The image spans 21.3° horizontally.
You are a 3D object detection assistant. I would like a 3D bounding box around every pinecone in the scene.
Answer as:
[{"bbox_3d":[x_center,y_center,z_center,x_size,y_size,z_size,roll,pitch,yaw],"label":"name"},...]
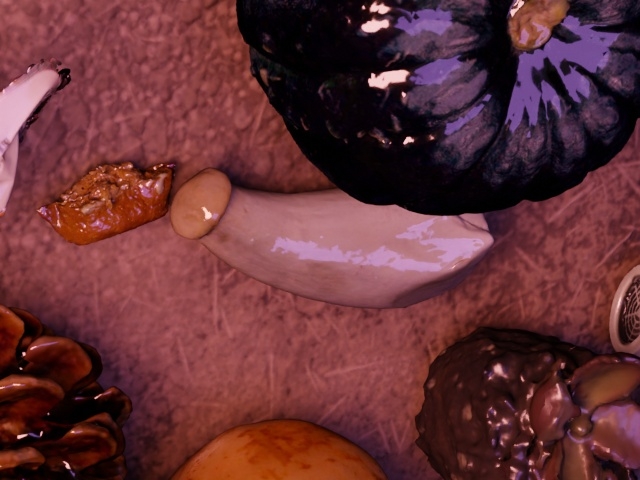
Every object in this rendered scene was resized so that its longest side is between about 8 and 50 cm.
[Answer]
[{"bbox_3d":[-0.247,0.184,1.257,0.244,0.309,0.244,-12,137,-11],"label":"pinecone"}]

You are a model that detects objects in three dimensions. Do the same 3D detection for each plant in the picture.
[{"bbox_3d":[0.204,0.174,1.501,0.178,0.234,0.204,8,97,-34],"label":"plant"}]

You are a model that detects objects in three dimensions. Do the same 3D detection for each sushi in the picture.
[{"bbox_3d":[-0.167,-0.034,1.343,0.118,0.061,0.060,-27,110,-39],"label":"sushi"}]

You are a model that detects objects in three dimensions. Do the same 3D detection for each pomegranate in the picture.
[{"bbox_3d":[-0.037,0.271,1.412,0.248,0.248,0.248,-9,110,-24],"label":"pomegranate"}]

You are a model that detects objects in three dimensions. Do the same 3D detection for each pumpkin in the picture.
[{"bbox_3d":[0.110,-0.192,1.307,0.363,0.266,0.363,-11,116,-24],"label":"pumpkin"}]

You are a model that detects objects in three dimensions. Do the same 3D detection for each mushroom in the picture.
[{"bbox_3d":[0.000,0.000,1.408,0.270,0.103,0.118,3,140,-21],"label":"mushroom"}]

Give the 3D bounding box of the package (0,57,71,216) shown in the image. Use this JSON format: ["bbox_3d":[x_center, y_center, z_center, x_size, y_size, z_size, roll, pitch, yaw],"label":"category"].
[{"bbox_3d":[-0.264,-0.019,1.162,0.071,0.269,0.194,48,46,-4],"label":"package"}]

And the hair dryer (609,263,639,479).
[{"bbox_3d":[0.328,0.196,1.647,0.173,0.107,0.357,14,111,-15],"label":"hair dryer"}]
